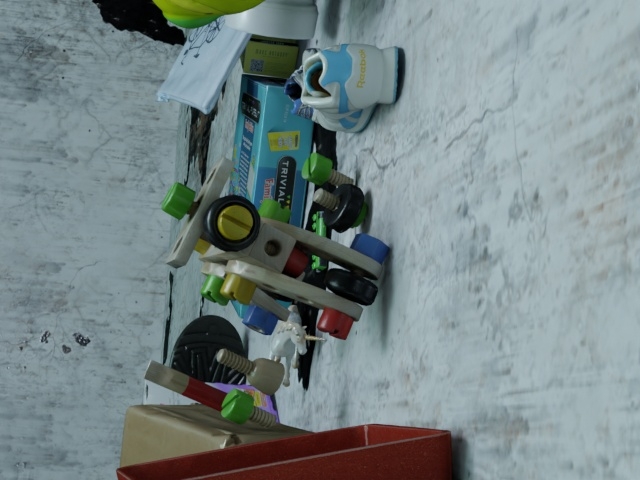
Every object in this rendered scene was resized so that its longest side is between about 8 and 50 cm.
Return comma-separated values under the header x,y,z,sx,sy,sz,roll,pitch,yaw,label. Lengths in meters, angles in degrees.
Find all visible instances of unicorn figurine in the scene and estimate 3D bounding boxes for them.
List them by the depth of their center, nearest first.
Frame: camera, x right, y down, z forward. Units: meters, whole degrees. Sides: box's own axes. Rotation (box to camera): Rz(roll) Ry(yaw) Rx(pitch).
x,y,z,sx,sy,sz,roll,pitch,yaw,label
-0.043,0.136,1.689,0.162,0.060,0.111,-110,27,-62,unicorn figurine

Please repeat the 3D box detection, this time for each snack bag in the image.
x,y,z,sx,sy,sz,roll,pitch,yaw,label
-0.131,-0.348,1.976,0.342,0.037,0.323,-61,23,-1,snack bag

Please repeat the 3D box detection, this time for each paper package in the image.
x,y,z,sx,sy,sz,roll,pitch,yaw,label
-0.125,0.372,1.543,0.309,0.168,0.325,3,88,59,paper package

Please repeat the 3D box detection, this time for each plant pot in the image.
x,y,z,sx,sy,sz,roll,pitch,yaw,label
-0.028,0.306,1.148,0.267,0.267,0.236,155,107,-76,plant pot

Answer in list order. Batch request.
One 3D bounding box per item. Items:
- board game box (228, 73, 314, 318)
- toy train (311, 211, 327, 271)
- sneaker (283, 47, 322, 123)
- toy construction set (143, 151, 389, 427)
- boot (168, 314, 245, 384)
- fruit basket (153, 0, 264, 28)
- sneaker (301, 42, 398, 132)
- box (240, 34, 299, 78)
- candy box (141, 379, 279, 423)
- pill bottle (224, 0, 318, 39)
x,y,z,sx,sy,sz,roll,pitch,yaw,label
-0.083,-0.072,1.914,0.254,0.079,0.336,-135,52,-74,board game box
0.000,0.000,1.653,0.023,0.017,0.083,144,131,-61,toy train
-0.021,-0.219,1.741,0.052,0.058,0.135,108,163,-45,sneaker
-0.103,0.042,1.405,0.309,0.237,0.257,-59,24,11,toy construction set
-0.224,0.283,2.289,0.260,0.131,0.348,-140,56,-75,boot
-0.096,-0.367,1.426,0.283,0.392,0.392,-104,22,-55,fruit basket
0.021,-0.179,1.458,0.228,0.092,0.087,146,126,-76,sneaker
-0.093,-0.338,2.057,0.232,0.087,0.058,-106,24,-56,box
-0.161,0.281,1.850,0.165,0.196,0.070,-104,23,-58,candy box
-0.048,-0.427,1.693,0.169,0.169,0.301,-122,40,-70,pill bottle
